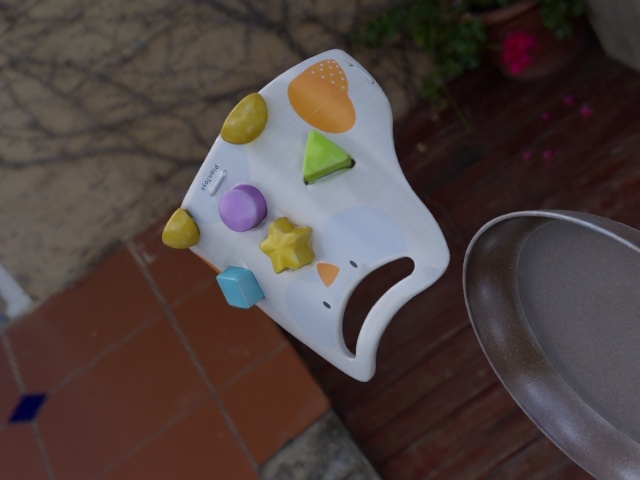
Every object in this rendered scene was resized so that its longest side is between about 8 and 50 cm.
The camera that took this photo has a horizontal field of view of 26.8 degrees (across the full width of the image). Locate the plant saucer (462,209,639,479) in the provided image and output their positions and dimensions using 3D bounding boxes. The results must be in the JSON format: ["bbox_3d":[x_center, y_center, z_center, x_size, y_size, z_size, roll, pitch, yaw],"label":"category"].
[{"bbox_3d":[0.246,0.094,1.070,0.050,0.310,0.310,-38,30,-25],"label":"plant saucer"}]

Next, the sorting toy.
[{"bbox_3d":[0.000,0.000,0.392,0.075,0.045,0.083,44,120,22],"label":"sorting toy"}]
